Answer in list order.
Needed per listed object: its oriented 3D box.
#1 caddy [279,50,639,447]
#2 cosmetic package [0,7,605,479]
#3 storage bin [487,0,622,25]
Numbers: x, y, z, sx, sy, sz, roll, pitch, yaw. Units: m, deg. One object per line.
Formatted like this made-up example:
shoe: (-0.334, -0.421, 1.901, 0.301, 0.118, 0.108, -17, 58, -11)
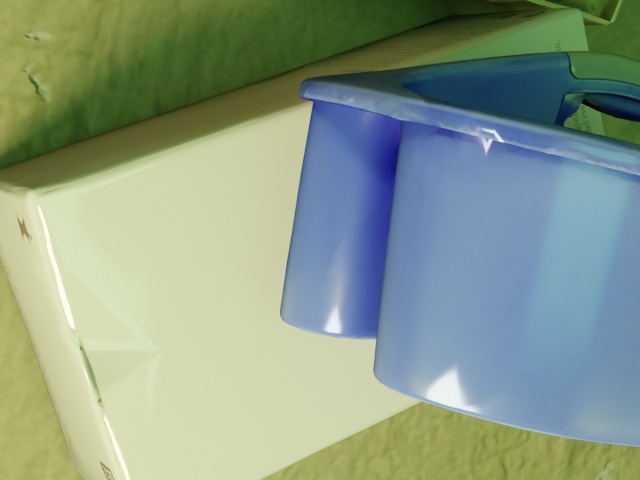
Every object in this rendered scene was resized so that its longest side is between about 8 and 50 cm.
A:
caddy: (0.142, -0.008, 0.633, 0.341, 0.241, 0.179, 11, 97, -28)
cosmetic package: (0.000, 0.000, 0.782, 0.385, 0.156, 0.217, -20, 106, -23)
storage bin: (0.101, -0.299, 0.807, 0.262, 0.123, 0.260, 10, 93, -29)
